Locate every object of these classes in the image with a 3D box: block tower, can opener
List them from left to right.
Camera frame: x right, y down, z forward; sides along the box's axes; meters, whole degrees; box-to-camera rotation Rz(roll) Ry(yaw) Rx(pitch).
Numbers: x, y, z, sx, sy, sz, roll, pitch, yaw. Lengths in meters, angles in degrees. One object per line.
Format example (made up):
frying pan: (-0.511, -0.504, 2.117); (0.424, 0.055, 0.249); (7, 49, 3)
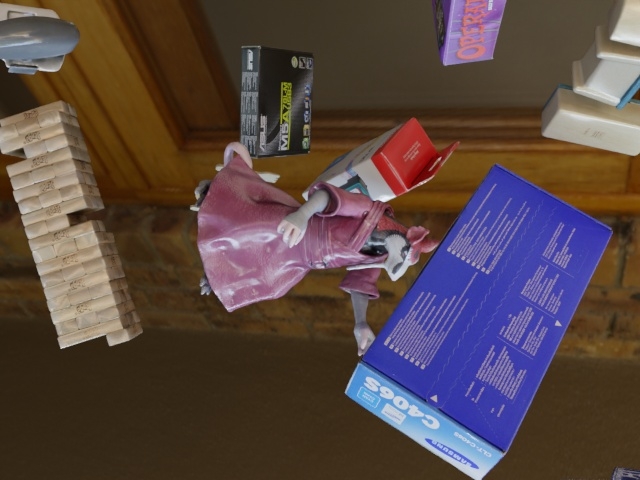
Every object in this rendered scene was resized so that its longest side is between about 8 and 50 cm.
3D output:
can opener: (-0.400, -0.230, 0.819); (0.284, 0.095, 0.075); (-1, -98, -34)
block tower: (-0.342, -0.015, 1.073); (0.097, 0.091, 0.335); (-18, -89, 1)

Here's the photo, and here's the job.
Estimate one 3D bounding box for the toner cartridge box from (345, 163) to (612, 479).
toner cartridge box: (0.186, 0.073, 0.873); (0.165, 0.075, 0.348); (31, -127, 12)

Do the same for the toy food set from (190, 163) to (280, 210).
toy food set: (-0.159, -0.072, 1.420); (0.133, 0.192, 0.038); (9, -115, -20)

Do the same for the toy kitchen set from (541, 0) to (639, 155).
toy kitchen set: (0.350, -0.230, 0.895); (0.122, 0.207, 0.166); (12, -120, -5)

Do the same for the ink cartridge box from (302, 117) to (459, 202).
ink cartridge box: (0.097, -0.116, 1.276); (0.231, 0.078, 0.134); (-24, -163, 41)

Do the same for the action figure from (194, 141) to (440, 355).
action figure: (0.000, 0.000, 1.197); (0.370, 0.248, 0.275); (-2, -143, 17)

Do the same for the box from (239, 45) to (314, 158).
box: (-0.076, -0.245, 1.401); (0.045, 0.184, 0.190); (8, -79, 26)

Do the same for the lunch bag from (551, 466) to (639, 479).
lunch bag: (0.381, 0.484, 1.086); (0.213, 0.256, 0.305); (32, -119, -18)

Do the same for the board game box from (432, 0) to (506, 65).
board game box: (0.095, -0.288, 0.499); (0.056, 0.347, 0.208); (-10, -108, 1)
